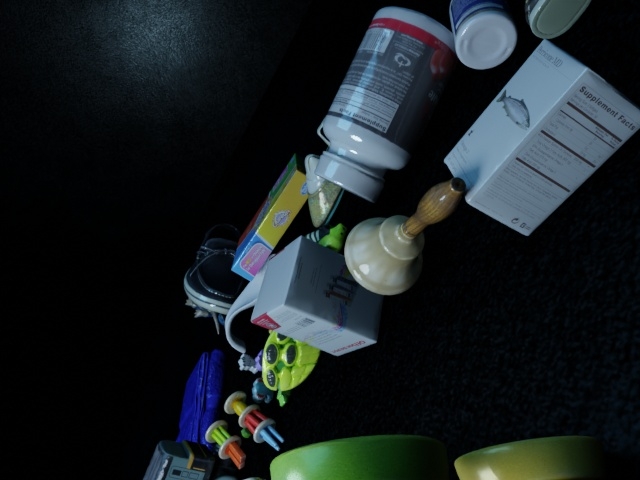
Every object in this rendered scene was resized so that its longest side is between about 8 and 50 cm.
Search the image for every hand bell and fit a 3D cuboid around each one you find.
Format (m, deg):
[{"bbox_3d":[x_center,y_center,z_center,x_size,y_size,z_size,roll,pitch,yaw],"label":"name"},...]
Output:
[{"bbox_3d":[0.123,-0.020,0.668,0.242,0.126,0.126,121,165,-65],"label":"hand bell"}]

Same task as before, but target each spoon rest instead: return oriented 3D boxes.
[{"bbox_3d":[-0.177,0.158,1.327,0.276,0.084,0.137,-63,22,9],"label":"spoon rest"}]

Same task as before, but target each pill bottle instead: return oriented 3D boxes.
[{"bbox_3d":[0.113,-0.240,0.936,0.318,0.176,0.176,-64,22,6],"label":"pill bottle"},{"bbox_3d":[0.262,-0.367,0.831,0.094,0.094,0.169,-44,31,44],"label":"pill bottle"}]

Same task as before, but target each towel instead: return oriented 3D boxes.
[{"bbox_3d":[-0.345,0.476,1.398,0.227,0.076,0.308,-51,26,32],"label":"towel"}]

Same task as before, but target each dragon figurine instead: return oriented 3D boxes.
[{"bbox_3d":[-0.334,0.217,1.624,0.289,0.144,0.085,23,88,49],"label":"dragon figurine"}]

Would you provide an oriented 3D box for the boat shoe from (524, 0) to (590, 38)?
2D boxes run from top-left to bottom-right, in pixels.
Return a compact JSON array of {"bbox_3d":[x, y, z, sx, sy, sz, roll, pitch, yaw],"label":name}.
[{"bbox_3d":[0.352,-0.374,0.647,0.227,0.081,0.068,-49,31,42],"label":"boat shoe"}]

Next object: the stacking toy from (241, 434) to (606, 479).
[{"bbox_3d":[0.063,0.262,0.423,0.309,0.280,0.130,-43,42,42],"label":"stacking toy"}]

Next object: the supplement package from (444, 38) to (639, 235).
[{"bbox_3d":[0.250,-0.115,0.586,0.179,0.105,0.105,-53,24,29],"label":"supplement package"}]

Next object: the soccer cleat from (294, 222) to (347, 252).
[{"bbox_3d":[0.000,0.000,1.124,0.179,0.060,0.072,-6,52,58],"label":"soccer cleat"}]

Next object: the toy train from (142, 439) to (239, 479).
[{"bbox_3d":[-0.287,0.565,1.015,0.142,0.190,0.333,-2,66,67],"label":"toy train"}]

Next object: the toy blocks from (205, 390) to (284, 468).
[{"bbox_3d":[-0.146,0.388,0.995,0.148,0.054,0.123,28,83,40],"label":"toy blocks"}]

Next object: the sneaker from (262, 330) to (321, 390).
[{"bbox_3d":[-0.042,0.157,1.022,0.123,0.109,0.295,106,178,-70],"label":"sneaker"}]

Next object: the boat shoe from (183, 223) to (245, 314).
[{"bbox_3d":[-0.316,0.076,1.605,0.500,0.187,0.156,-111,43,-68],"label":"boat shoe"}]

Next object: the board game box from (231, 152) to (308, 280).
[{"bbox_3d":[-0.125,-0.071,1.385,0.316,0.064,0.242,-55,14,14],"label":"board game box"}]

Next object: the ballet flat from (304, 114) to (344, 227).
[{"bbox_3d":[0.030,-0.204,1.175,0.348,0.123,0.123,-63,22,8],"label":"ballet flat"}]

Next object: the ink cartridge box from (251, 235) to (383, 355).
[{"bbox_3d":[0.000,0.099,0.851,0.128,0.176,0.127,-35,35,52],"label":"ink cartridge box"}]

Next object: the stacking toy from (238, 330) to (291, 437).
[{"bbox_3d":[-0.126,0.295,1.109,0.167,0.052,0.221,-52,26,32],"label":"stacking toy"}]
